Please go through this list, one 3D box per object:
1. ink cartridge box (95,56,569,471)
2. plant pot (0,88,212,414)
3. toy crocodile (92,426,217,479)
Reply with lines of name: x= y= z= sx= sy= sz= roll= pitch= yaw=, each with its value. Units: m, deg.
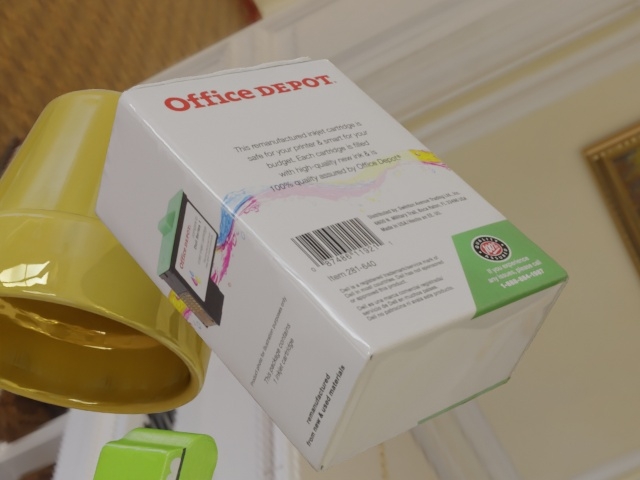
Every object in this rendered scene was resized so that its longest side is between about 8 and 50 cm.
ink cartridge box: x=0.000 y=0.000 z=0.822 sx=0.201 sy=0.117 sz=0.278 roll=-17 pitch=51 yaw=-40
plant pot: x=-0.206 y=0.004 z=1.056 sx=0.254 sy=0.254 sz=0.239 roll=51 pitch=41 yaw=-49
toy crocodile: x=-0.108 y=0.263 z=0.582 sx=0.105 sy=0.115 sz=0.340 roll=27 pitch=64 yaw=-41
